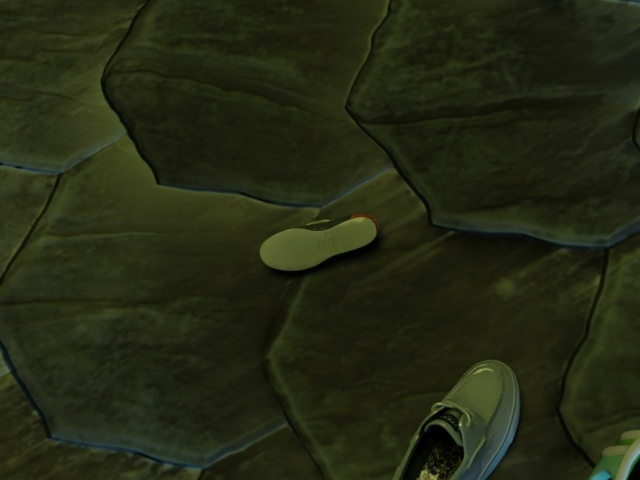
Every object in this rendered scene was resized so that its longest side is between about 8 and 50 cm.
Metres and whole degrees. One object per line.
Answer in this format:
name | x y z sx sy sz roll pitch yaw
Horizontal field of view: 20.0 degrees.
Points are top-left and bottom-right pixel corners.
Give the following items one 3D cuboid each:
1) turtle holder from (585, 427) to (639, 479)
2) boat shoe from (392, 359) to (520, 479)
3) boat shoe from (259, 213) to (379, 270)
turtle holder | 0.348 0.253 1.613 0.243 0.227 0.320 31 68 34
boat shoe | 0.133 0.204 1.810 0.079 0.081 0.227 16 61 27
boat shoe | 0.000 0.000 2.033 0.137 0.049 0.043 -16 9 8
